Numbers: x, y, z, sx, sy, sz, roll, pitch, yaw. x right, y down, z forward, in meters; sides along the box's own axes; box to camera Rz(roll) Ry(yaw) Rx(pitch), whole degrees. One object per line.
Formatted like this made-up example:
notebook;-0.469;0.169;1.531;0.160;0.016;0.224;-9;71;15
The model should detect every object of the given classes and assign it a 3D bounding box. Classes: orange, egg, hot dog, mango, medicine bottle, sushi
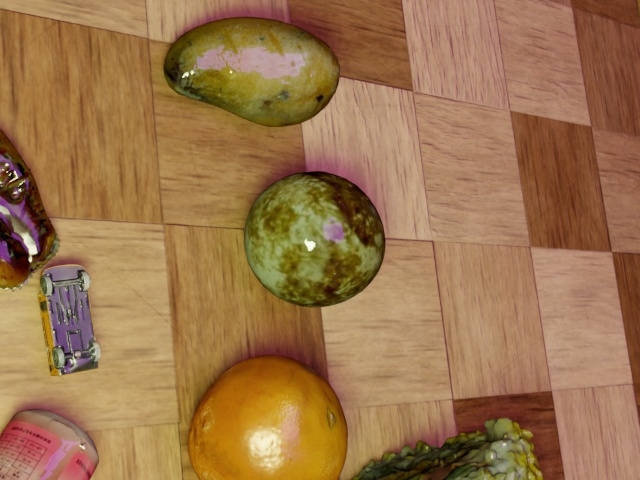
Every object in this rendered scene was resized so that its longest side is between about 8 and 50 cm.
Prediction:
orange;-0.078;0.312;1.647;0.261;0.261;0.261;13;69;-38
egg;0.000;0.000;1.804;0.289;0.238;0.238;10;71;-52
hot dog;-0.482;-0.059;1.501;0.162;0.081;0.270;-33;99;-43
mango;-0.122;-0.307;1.846;0.329;0.176;0.177;10;48;-20
medicine bottle;-0.415;0.361;1.396;0.147;0.147;0.247;45;53;-23
sushi;0.198;0.472;1.741;0.351;0.396;0.240;-24;91;-48

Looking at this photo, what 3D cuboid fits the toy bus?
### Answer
toy bus;-0.382;0.120;1.541;0.069;0.074;0.162;-7;84;-35
